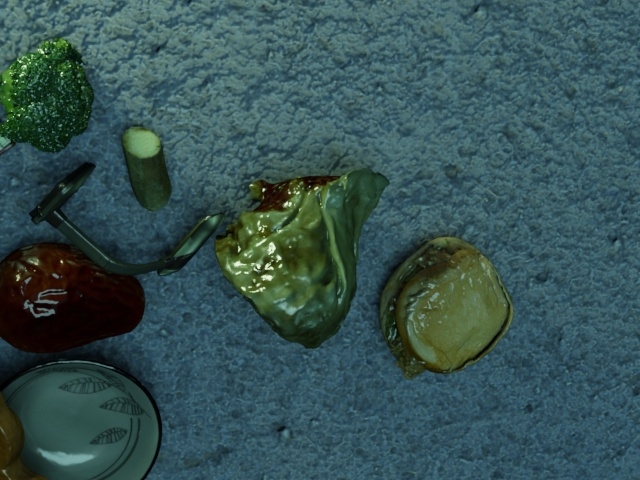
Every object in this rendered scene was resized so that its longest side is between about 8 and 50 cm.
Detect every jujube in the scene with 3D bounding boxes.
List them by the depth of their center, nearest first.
[{"bbox_3d":[-0.431,0.099,1.844,0.255,0.190,0.189,7,105,-34],"label":"jujube"}]

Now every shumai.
[{"bbox_3d":[0.000,0.000,1.826,0.288,0.330,0.292,-38,98,10],"label":"shumai"}]

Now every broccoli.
[{"bbox_3d":[-0.442,-0.233,1.737,0.156,0.195,0.195,30,100,18],"label":"broccoli"}]

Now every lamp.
[{"bbox_3d":[-0.314,-0.036,1.811,0.283,0.124,0.203,35,124,-20],"label":"lamp"}]

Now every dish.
[{"bbox_3d":[-0.444,0.329,1.936,0.317,0.106,0.316,-4,110,-10],"label":"dish"}]

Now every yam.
[{"bbox_3d":[-0.295,-0.122,1.850,0.070,0.069,0.146,-16,136,-9],"label":"yam"}]

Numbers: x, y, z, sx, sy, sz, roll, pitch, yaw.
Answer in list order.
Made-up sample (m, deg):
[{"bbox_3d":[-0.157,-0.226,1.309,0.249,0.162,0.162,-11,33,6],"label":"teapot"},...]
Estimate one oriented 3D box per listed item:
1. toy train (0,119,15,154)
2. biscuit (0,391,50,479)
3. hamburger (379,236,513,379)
[{"bbox_3d":[-0.580,-0.147,1.792,0.148,0.038,0.071,-35,111,0],"label":"toy train"},{"bbox_3d":[-0.654,0.352,1.843,0.350,0.078,0.455,-18,106,16],"label":"biscuit"},{"bbox_3d":[0.230,0.137,2.024,0.243,0.146,0.285,12,97,-23],"label":"hamburger"}]
